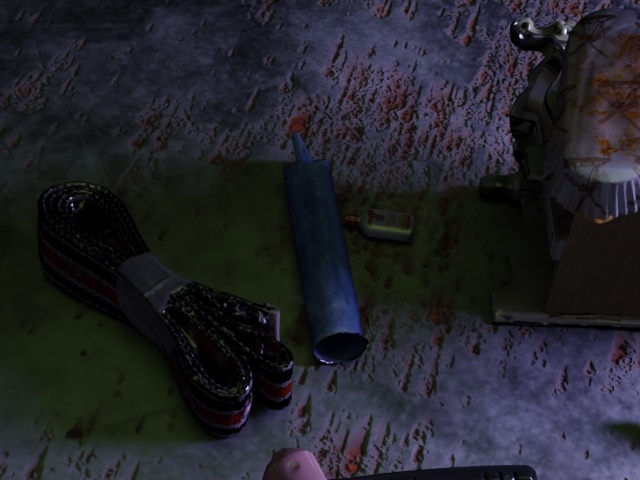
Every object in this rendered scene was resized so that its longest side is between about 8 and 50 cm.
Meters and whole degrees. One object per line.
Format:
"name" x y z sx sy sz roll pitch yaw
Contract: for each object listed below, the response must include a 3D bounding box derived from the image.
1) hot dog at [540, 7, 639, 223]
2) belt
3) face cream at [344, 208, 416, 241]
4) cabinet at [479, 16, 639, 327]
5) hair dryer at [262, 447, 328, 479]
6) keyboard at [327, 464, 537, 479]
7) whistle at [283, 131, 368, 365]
"hot dog" 0.277 -0.124 1.112 0.131 0.069 0.253 0 53 14
"belt" -0.176 0.063 1.252 0.359 0.094 0.126 35 57 23
"face cream" 0.070 -0.019 1.389 0.083 0.021 0.040 7 49 2
"cabinet" 0.351 -0.065 1.279 0.318 0.290 0.227 2 54 1
"hair dryer" 0.012 0.331 1.028 0.210 0.125 0.352 -18 51 -17
"keyboard" 0.132 0.268 1.139 0.381 0.041 0.103 -1 51 -5
"whistle" 0.000 0.000 1.341 0.062 0.062 0.304 -4 50 -8
